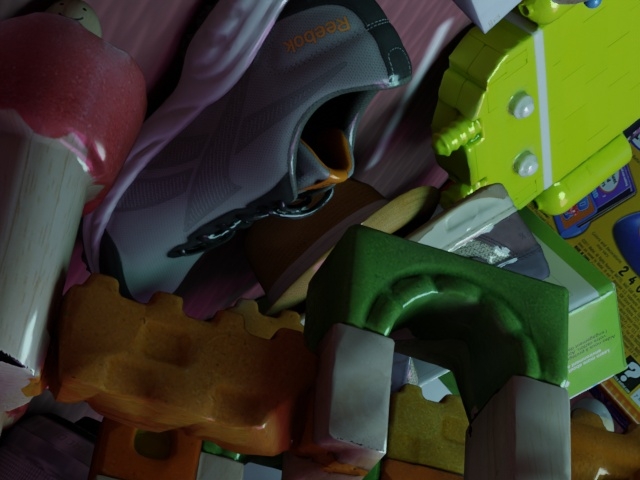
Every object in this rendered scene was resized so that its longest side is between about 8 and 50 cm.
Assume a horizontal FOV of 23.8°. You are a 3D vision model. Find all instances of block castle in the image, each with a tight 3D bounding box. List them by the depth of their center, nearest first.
[{"bbox_3d":[0.017,0.077,0.755,0.303,0.453,0.213,122,-20,-51],"label":"block castle"}]

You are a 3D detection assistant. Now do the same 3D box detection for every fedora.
[{"bbox_3d":[0.000,0.000,1.131,0.194,0.079,0.194,-38,171,-7],"label":"fedora"}]

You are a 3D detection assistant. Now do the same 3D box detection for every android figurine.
[{"bbox_3d":[0.187,-0.124,1.176,0.273,0.056,0.248,-36,141,-22],"label":"android figurine"}]

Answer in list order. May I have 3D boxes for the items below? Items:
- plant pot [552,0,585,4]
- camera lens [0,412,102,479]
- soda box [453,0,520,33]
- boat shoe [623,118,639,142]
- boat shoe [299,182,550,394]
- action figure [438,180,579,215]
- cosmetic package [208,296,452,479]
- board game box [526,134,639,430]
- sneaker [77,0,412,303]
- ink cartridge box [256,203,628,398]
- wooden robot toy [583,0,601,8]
[{"bbox_3d":[0.100,-0.214,0.616,0.167,0.165,0.167,-37,165,-12],"label":"plant pot"},{"bbox_3d":[-0.185,0.278,1.074,0.274,0.219,0.219,-57,169,-14],"label":"camera lens"},{"bbox_3d":[0.082,-0.189,0.829,0.074,0.069,0.216,-43,164,3],"label":"soda box"},{"bbox_3d":[0.399,-0.212,1.387,0.500,0.156,0.187,-43,167,8],"label":"boat shoe"},{"bbox_3d":[0.040,0.073,1.094,0.285,0.092,0.103,-37,171,-5],"label":"boat shoe"},{"bbox_3d":[0.185,-0.050,1.355,0.091,0.139,0.280,-32,165,-27],"label":"action figure"},{"bbox_3d":[-0.013,0.274,1.390,0.329,0.327,0.394,-22,154,-51],"label":"cosmetic package"},{"bbox_3d":[0.429,0.035,1.754,0.356,0.356,0.356,-42,165,2],"label":"board game box"},{"bbox_3d":[-0.048,-0.041,0.849,0.100,0.108,0.271,-26,160,-50],"label":"sneaker"},{"bbox_3d":[0.086,0.078,1.227,0.255,0.189,0.097,-27,129,-12],"label":"ink cartridge box"},{"bbox_3d":[0.165,-0.218,0.992,0.173,0.079,0.076,-52,131,-30],"label":"wooden robot toy"}]
